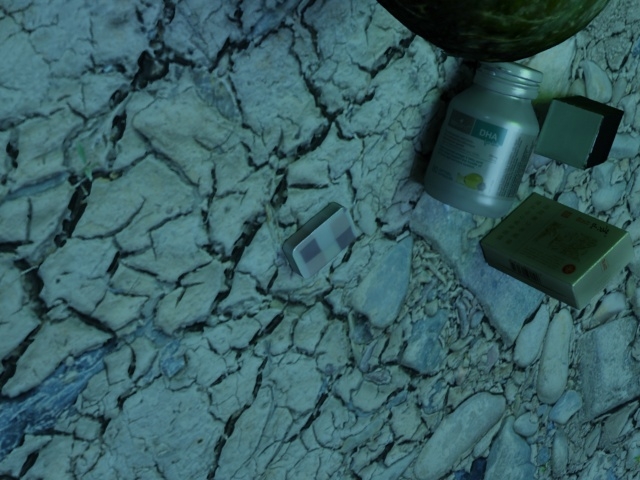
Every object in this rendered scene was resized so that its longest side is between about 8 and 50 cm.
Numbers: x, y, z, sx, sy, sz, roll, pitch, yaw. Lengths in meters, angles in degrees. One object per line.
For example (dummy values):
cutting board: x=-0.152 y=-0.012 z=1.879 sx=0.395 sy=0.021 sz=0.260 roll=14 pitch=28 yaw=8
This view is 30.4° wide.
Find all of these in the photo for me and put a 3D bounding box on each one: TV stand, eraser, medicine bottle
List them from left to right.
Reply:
eraser: x=0.000 y=0.000 z=1.636 sx=0.105 sy=0.026 sz=0.065 roll=-40 pitch=131 yaw=-19
medicine bottle: x=0.240 y=-0.152 z=1.689 sx=0.135 sy=0.135 sz=0.215 roll=5 pitch=109 yaw=-43
TV stand: x=0.394 y=-0.164 z=1.777 sx=0.269 sy=0.082 sz=0.088 roll=-20 pitch=130 yaw=-67

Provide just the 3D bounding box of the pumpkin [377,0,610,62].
pumpkin: x=0.145 y=-0.403 z=1.256 sx=0.344 sy=0.454 sz=0.454 roll=-44 pitch=139 yaw=15

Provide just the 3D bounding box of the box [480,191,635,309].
box: x=0.369 y=0.013 z=1.849 sx=0.141 sy=0.201 sz=0.058 roll=-41 pitch=130 yaw=-19
